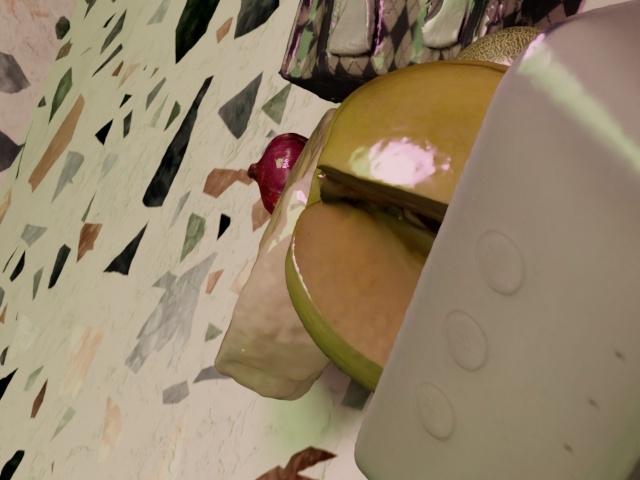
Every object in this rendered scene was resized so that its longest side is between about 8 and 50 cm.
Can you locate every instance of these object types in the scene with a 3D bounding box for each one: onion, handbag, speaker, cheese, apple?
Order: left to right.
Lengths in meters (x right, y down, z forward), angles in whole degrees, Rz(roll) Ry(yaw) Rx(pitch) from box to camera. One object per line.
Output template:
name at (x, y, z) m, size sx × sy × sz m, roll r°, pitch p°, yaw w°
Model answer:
onion at (-0.039, -0.077, 1.763) m, size 0.107 × 0.097 × 0.107 m, roll 1°, pitch -90°, yaw -83°
cheese at (0.000, 0.000, 1.484) m, size 0.318 × 0.115 × 0.326 m, roll 119°, pitch 173°, yaw -59°
handbag at (0.130, -0.298, 1.624) m, size 0.416 × 0.180 × 0.317 m, roll 0°, pitch 71°, yaw 56°
apple at (0.109, -0.005, 1.197) m, size 0.292 × 0.254 × 0.292 m, roll -159°, pitch 90°, yaw -88°
speaker at (0.177, 0.065, 0.924) m, size 0.184 × 0.183 × 0.406 m, roll 52°, pitch 142°, yaw 32°

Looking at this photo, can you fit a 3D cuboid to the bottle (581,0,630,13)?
bottle at (0.338, -0.105, 0.958) m, size 0.229 × 0.229 × 0.351 m, roll -58°, pitch 25°, yaw 3°

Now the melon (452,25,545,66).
melon at (0.175, -0.123, 1.363) m, size 0.192 × 0.139 × 0.139 m, roll -45°, pitch 29°, yaw 39°
